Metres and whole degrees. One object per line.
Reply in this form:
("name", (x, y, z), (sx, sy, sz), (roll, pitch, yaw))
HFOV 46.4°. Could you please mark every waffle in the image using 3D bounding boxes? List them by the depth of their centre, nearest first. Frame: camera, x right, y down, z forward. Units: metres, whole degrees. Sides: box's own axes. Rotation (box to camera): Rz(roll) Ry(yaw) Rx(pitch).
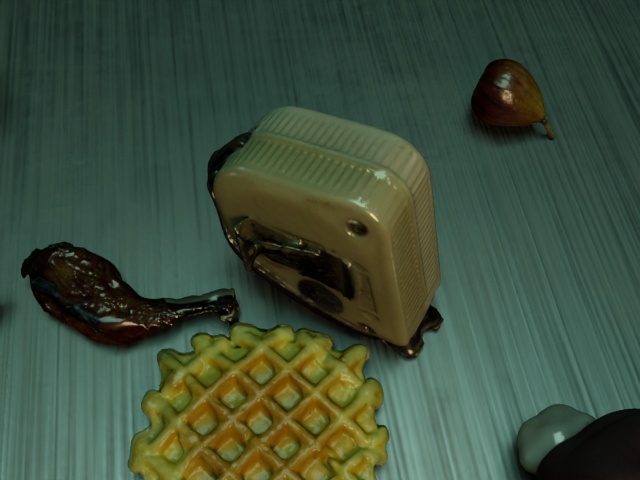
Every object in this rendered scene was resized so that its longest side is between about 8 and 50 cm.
("waffle", (-0.061, 0.194, 0.756), (0.261, 0.056, 0.250), (-3, 59, -1))

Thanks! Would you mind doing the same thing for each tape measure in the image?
("tape measure", (0.000, 0.000, 0.784), (0.231, 0.271, 0.133), (18, 61, 27))

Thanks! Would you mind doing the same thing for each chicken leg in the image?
("chicken leg", (-0.218, 0.066, 0.834), (0.253, 0.051, 0.106), (15, 55, 4))

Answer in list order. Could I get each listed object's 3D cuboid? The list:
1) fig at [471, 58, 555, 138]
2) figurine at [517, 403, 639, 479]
("fig", (0.260, -0.177, 0.968), (0.125, 0.089, 0.089), (28, 62, 0))
("figurine", (0.322, 0.320, 0.646), (0.218, 0.206, 0.365), (-17, 85, 14))
